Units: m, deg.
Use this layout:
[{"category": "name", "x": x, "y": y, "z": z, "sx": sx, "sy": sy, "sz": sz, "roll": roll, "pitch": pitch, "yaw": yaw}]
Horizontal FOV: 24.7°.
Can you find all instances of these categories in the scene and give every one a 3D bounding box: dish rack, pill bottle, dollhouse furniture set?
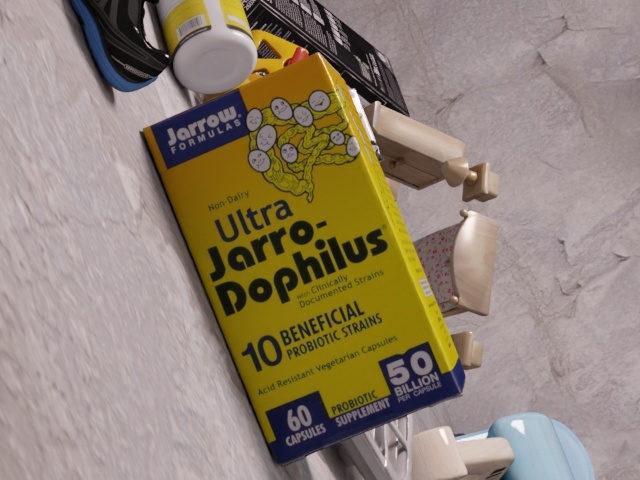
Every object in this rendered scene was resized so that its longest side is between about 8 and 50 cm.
[{"category": "dish rack", "x": 0.028, "y": 0.125, "z": 1.786, "sx": 0.285, "sy": 0.072, "sz": 0.333, "roll": -84, "pitch": 155, "yaw": -45}, {"category": "pill bottle", "x": -0.145, "y": -0.275, "z": 1.779, "sx": 0.103, "sy": 0.103, "sz": 0.184, "roll": 59, "pitch": 11, "yaw": -54}, {"category": "dollhouse furniture set", "x": 0.079, "y": 0.013, "z": 2.027, "sx": 0.174, "sy": 0.303, "sz": 0.355, "roll": 21, "pitch": 64, "yaw": -30}]

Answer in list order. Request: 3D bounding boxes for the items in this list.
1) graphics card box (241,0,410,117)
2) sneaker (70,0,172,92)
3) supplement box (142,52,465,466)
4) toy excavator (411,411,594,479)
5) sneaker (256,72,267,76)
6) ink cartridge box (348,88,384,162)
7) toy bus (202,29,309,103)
[{"category": "graphics card box", "x": -0.029, "y": -0.324, "z": 2.375, "sx": 0.371, "sy": 0.094, "sz": 0.232, "roll": 34, "pitch": 21, "yaw": -26}, {"category": "sneaker", "x": -0.191, "y": -0.231, "z": 1.340, "sx": 0.067, "sy": 0.078, "sz": 0.188, "roll": -72, "pitch": 139, "yaw": -81}, {"category": "supplement box", "x": -0.009, "y": 0.019, "z": 1.478, "sx": 0.195, "sy": 0.194, "sz": 0.356, "roll": 7, "pitch": 60, "yaw": -83}, {"category": "toy excavator", "x": 0.270, "y": 0.369, "z": 2.335, "sx": 0.445, "sy": 0.433, "sz": 0.222, "roll": 114, "pitch": -39, "yaw": -58}, {"category": "sneaker", "x": -0.066, "y": -0.183, "z": 2.043, "sx": 0.111, "sy": 0.121, "sz": 0.300, "roll": -18, "pitch": 85, "yaw": -84}, {"category": "ink cartridge box", "x": -0.034, "y": -0.106, "z": 1.716, "sx": 0.046, "sy": 0.207, "sz": 0.097, "roll": -34, "pitch": -104, "yaw": 60}, {"category": "toy bus", "x": -0.093, "y": -0.168, "z": 1.832, "sx": 0.104, "sy": 0.191, "sz": 0.202, "roll": 24, "pitch": 7, "yaw": 0}]
